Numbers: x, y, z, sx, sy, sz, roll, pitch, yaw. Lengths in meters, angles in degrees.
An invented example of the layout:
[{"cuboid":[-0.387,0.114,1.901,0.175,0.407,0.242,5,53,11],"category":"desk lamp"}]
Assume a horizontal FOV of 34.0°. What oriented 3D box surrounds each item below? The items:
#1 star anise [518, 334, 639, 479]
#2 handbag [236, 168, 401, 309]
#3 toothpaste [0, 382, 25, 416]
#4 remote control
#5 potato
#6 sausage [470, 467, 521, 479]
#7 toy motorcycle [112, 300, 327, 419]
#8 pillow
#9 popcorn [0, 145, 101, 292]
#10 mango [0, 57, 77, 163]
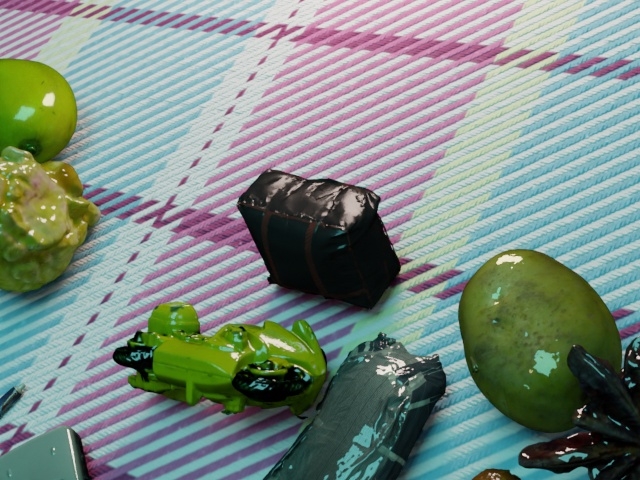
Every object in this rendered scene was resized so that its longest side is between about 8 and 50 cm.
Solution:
[{"cuboid":[0.355,0.238,1.169,0.212,0.129,0.282,-36,84,-32],"category":"star anise"},{"cuboid":[0.000,0.000,1.519,0.215,0.169,0.155,15,46,34],"category":"handbag"},{"cuboid":[-0.496,0.256,1.641,0.027,0.019,0.083,42,78,16],"category":"toothpaste"},{"cuboid":[-0.370,0.401,1.445,0.140,0.056,0.296,-29,49,3],"category":"remote control"},{"cuboid":[0.271,0.126,1.310,0.197,0.148,0.228,-32,48,-20],"category":"potato"},{"cuboid":[0.168,0.349,1.232,0.076,0.076,0.197,30,69,38],"category":"sausage"},{"cuboid":[-0.123,0.167,1.445,0.342,0.206,0.142,5,85,40],"category":"toy motorcycle"},{"cuboid":[0.035,0.267,1.343,0.161,0.092,0.335,15,62,39],"category":"pillow"},{"cuboid":[-0.511,-0.031,1.754,0.212,0.259,0.259,-16,48,32],"category":"popcorn"},{"cuboid":[-0.580,-0.263,1.993,0.192,0.156,0.343,-41,48,-11],"category":"mango"}]
